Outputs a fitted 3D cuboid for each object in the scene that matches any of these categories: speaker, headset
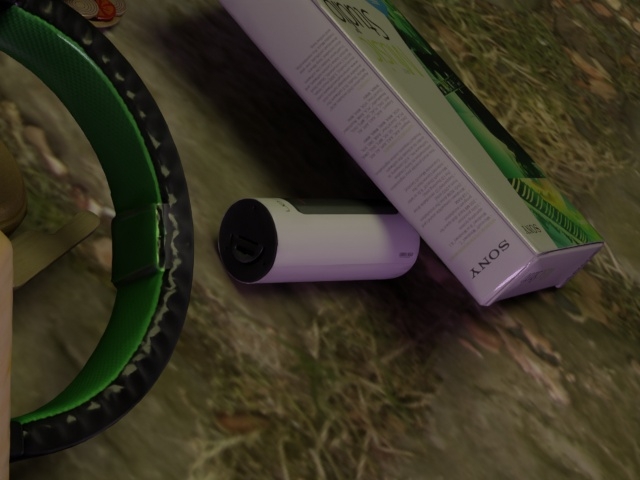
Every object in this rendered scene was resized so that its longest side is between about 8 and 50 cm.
[{"bbox_3d":[0.000,0.000,1.182,0.136,0.055,0.055,0,52,-46],"label":"speaker"},{"bbox_3d":[-0.243,-0.017,0.863,0.394,0.185,0.243,11,69,-43],"label":"headset"}]

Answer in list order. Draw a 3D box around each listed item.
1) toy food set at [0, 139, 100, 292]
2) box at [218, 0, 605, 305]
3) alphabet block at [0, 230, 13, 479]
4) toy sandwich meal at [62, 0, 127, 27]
[{"bbox_3d":[-0.224,-0.038,1.018,0.192,0.038,0.132,39,26,5],"label":"toy food set"},{"bbox_3d":[0.057,-0.096,1.290,0.322,0.058,0.232,51,16,11],"label":"box"},{"bbox_3d":[-0.231,0.101,0.655,0.193,0.192,0.197,13,36,5],"label":"alphabet block"},{"bbox_3d":[-0.164,-0.179,1.237,0.085,0.029,0.086,27,36,-22],"label":"toy sandwich meal"}]
